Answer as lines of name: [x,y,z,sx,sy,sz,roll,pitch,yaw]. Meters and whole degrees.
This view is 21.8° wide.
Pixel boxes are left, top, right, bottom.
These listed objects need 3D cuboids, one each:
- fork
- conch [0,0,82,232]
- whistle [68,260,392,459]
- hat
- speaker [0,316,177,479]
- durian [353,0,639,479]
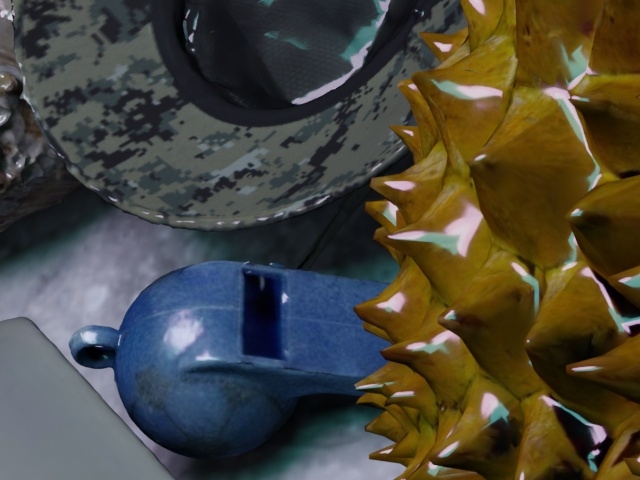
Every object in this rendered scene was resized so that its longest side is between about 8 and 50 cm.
fork: [0.001,0.000,0.751,0.115,0.016,0.012,-50,45,-10]
conch: [-0.199,-0.062,0.807,0.178,0.163,0.245,41,101,30]
whistle: [-0.028,0.053,0.704,0.158,0.090,0.090,9,59,-14]
hat: [-0.001,-0.115,0.747,0.265,0.128,0.266,-8,70,23]
speaker: [-0.052,0.212,0.552,0.184,0.183,0.406,-43,52,-9]
durian: [0.182,0.015,0.463,0.347,0.348,0.384,5,55,29]
